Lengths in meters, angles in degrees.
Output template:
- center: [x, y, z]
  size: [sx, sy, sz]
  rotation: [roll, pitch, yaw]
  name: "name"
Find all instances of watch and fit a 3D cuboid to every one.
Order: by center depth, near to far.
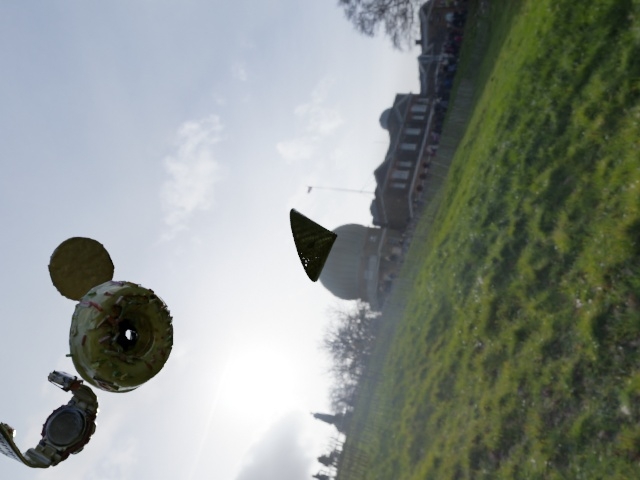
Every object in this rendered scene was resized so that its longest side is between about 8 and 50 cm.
- center: [-0.499, 0.317, 0.886]
  size: [0.268, 0.102, 0.164]
  rotation: [99, -163, -49]
  name: "watch"

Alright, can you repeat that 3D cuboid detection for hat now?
- center: [0.000, 0.000, 0.894]
  size: [0.146, 0.067, 0.145]
  rotation: [-17, -90, -79]
  name: "hat"

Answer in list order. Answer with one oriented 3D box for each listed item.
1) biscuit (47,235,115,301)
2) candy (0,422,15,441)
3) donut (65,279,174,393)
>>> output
- center: [-0.418, 0.050, 0.857]
  size: [0.120, 0.015, 0.120]
  rotation: [23, -119, -50]
  name: "biscuit"
- center: [-0.643, 0.448, 0.942]
  size: [0.049, 0.056, 0.184]
  rotation: [35, -117, -56]
  name: "candy"
- center: [-0.287, 0.141, 0.727]
  size: [0.175, 0.068, 0.174]
  rotation: [28, -123, -55]
  name: "donut"
